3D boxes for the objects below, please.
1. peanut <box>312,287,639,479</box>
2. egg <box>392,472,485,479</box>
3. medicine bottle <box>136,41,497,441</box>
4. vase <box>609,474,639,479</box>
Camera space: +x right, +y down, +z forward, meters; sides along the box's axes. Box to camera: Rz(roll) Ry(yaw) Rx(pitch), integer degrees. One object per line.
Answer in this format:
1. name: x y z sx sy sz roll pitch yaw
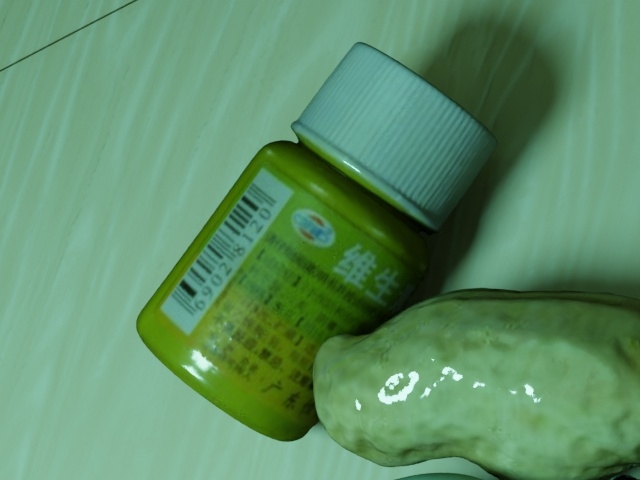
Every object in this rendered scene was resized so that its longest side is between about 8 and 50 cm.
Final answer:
1. peanut: 0.175 0.140 1.381 0.387 0.169 0.192 0 113 21
2. egg: 0.051 0.359 1.348 0.371 0.230 0.230 -40 54 21
3. medicine bottle: 0.000 0.000 1.535 0.224 0.224 0.384 37 92 37
4. vase: 0.408 0.211 1.202 0.360 0.165 0.165 -23 58 40
